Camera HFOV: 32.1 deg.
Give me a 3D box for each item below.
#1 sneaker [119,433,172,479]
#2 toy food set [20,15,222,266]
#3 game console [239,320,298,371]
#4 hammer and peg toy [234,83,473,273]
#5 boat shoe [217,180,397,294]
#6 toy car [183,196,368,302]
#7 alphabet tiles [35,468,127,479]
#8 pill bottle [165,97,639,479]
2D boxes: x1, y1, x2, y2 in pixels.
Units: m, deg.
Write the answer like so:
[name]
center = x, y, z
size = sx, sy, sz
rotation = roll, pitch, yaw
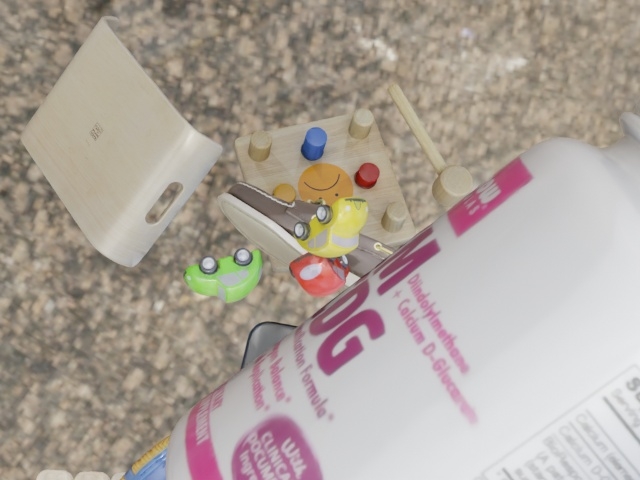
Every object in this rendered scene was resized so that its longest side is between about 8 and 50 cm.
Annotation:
[sneaker]
center = -0.205, 0.372, 1.448
size = 0.112, 0.131, 0.296
rotation = -23, 148, -48
[toy food set]
center = -0.281, -0.144, 1.563
size = 0.219, 0.306, 0.092
rotation = -50, 149, 17
[game console]
center = 0.031, 0.270, 1.429
size = 0.293, 0.250, 0.173
rotation = 11, 130, -13
[hammer and peg toy]
center = 0.055, -0.103, 1.899
size = 0.361, 0.266, 0.127
rotation = -14, 159, -14
[boat shoe]
center = 0.000, 0.000, 1.619
size = 0.096, 0.324, 0.116
rotation = -54, 163, -17
[toy car]
center = -0.054, 0.035, 1.362
size = 0.225, 0.053, 0.239
rotation = -14, 159, -13
[alphabet tiles]
center = -0.336, 0.474, 1.626
size = 0.284, 0.021, 0.278
rotation = 8, 60, -26
[pill bottle]
center = 0.089, 0.060, 0.465
size = 0.283, 0.160, 0.160
rotation = -38, 138, 11
